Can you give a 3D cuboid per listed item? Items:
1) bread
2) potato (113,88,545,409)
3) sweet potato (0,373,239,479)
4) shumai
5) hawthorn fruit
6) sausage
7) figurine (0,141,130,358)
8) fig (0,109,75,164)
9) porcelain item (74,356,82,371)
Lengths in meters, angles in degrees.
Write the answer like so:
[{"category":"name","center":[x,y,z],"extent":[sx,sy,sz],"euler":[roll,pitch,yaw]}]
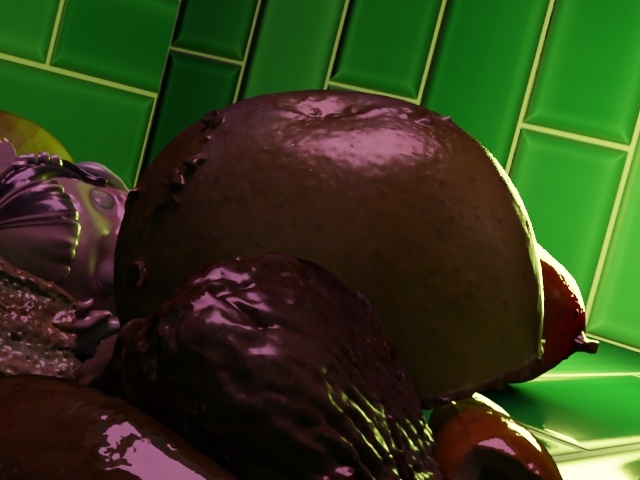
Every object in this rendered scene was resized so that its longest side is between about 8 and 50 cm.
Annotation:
[{"category":"bread","center":[-0.284,0.092,0.978],"extent":[0.138,0.102,0.196],"euler":[24,-40,-29]},{"category":"potato","center":[0.000,0.000,1.336],"extent":[0.442,0.319,0.385],"euler":[-7,10,-4]},{"category":"sweet potato","center":[-0.103,0.186,0.794],"extent":[0.423,0.130,0.130],"euler":[24,9,35]},{"category":"shumai","center":[-0.077,0.167,0.998],"extent":[0.283,0.217,0.346],"euler":[-22,-37,16]},{"category":"hawthorn fruit","center":[0.293,0.107,2.149],"extent":[0.311,0.295,0.295],"euler":[13,4,-24]},{"category":"sausage","center":[0.162,0.218,1.231],"extent":[0.134,0.116,0.354],"euler":[32,2,4]},{"category":"figurine","center":[-0.272,0.044,1.506],"extent":[0.361,0.211,0.253],"euler":[18,38,-47]},{"category":"fig","center":[-0.465,-0.044,1.707],"extent":[0.258,0.258,0.326],"euler":[15,17,6]},{"category":"porcelain item","center":[-0.222,0.154,1.220],"extent":[0.084,0.054,0.213],"euler":[9,8,-37]}]
